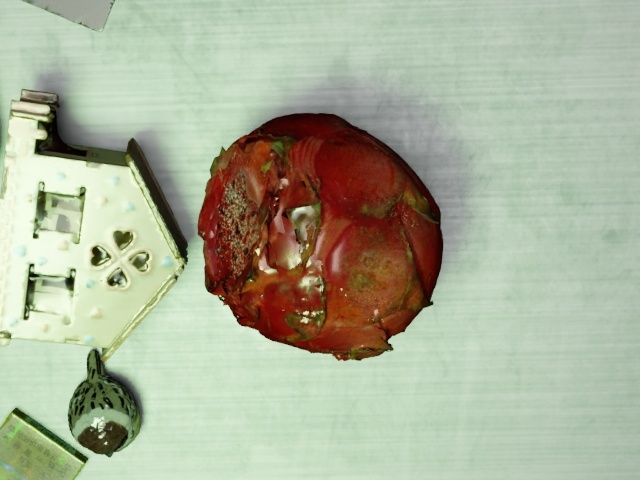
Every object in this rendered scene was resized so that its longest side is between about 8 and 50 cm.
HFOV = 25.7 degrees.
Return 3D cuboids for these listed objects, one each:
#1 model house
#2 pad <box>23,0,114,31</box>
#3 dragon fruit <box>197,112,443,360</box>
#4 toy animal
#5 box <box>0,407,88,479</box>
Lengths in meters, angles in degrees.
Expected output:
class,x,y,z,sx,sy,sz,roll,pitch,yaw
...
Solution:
class,x,y,z,sx,sy,sz,roll,pitch,yaw
model house,-0.286,-0.012,1.770,0.244,0.169,0.326,8,99,-6
pad,-0.352,-0.370,1.795,0.211,0.003,0.143,23,97,-1
dragon fruit,0.000,0.000,1.688,0.302,0.295,0.295,35,98,-31
toy animal,-0.287,0.215,1.822,0.098,0.098,0.137,-13,96,4
box,-0.416,0.336,1.875,0.121,0.030,0.193,36,96,-2
